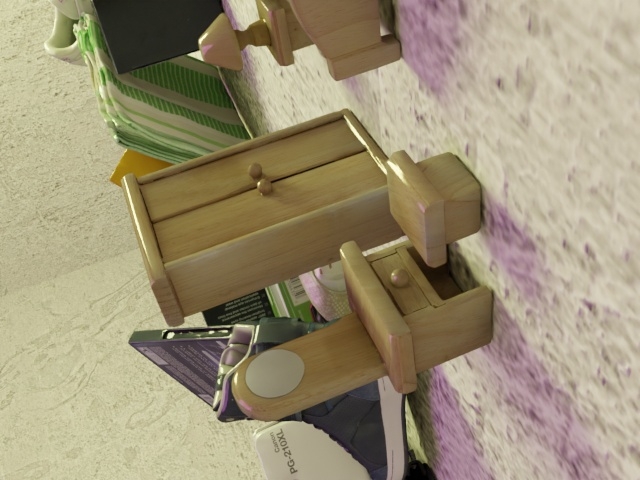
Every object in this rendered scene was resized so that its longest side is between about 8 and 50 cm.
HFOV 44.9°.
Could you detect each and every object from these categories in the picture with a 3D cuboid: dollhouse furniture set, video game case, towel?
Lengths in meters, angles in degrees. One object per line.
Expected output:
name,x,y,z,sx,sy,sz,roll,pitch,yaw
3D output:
dollhouse furniture set,-0.055,-0.121,0.411,0.303,0.174,0.355,-120,13,-45
video game case,-0.104,0.177,1.037,0.196,0.274,0.026,47,-130,-35
towel,-0.201,-0.194,1.062,0.038,0.248,0.324,-55,40,23

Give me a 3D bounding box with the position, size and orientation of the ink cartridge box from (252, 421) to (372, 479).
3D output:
ink cartridge box,0.026,0.273,0.853,0.237,0.100,0.171,51,-165,-72

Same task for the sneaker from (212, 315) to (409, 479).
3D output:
sneaker,-0.005,0.144,0.677,0.086,0.164,0.226,-91,-5,-47

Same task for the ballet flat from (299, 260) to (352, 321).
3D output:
ballet flat,0.000,0.000,0.723,0.168,0.057,0.052,68,161,9

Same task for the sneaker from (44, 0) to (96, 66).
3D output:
sneaker,-0.311,-0.386,1.132,0.114,0.152,0.305,38,117,25

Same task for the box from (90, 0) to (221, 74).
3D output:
box,-0.226,-0.328,1.018,0.207,0.153,0.108,-121,15,-45

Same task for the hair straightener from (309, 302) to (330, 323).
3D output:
hair straightener,0.016,0.060,0.817,0.089,0.047,0.230,-127,24,-60

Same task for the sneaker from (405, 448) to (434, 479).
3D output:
sneaker,0.089,0.228,0.758,0.098,0.038,0.069,37,145,57

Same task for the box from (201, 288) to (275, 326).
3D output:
box,-0.092,0.120,1.178,0.093,0.156,0.158,-135,26,-71

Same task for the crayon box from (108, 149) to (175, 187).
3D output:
crayon box,-0.186,-0.073,1.127,0.202,0.081,0.318,30,-179,-7

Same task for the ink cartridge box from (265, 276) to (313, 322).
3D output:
ink cartridge box,-0.036,0.053,1.004,0.209,0.062,0.108,-174,63,-80
